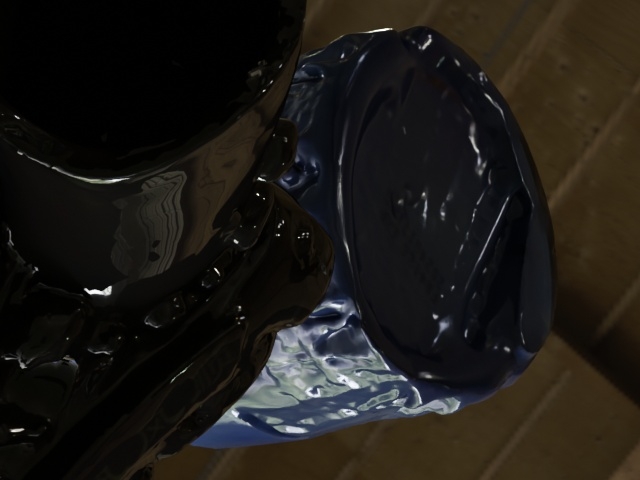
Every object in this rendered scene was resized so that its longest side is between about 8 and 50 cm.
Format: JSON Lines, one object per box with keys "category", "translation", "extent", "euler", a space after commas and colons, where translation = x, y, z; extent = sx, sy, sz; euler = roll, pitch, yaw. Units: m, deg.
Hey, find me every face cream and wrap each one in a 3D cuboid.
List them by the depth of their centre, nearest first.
{"category": "face cream", "translation": [0.000, 0.000, 0.970], "extent": [0.225, 0.249, 0.249], "euler": [-16, -104, 38]}

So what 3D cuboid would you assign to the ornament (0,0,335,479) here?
{"category": "ornament", "translation": [-0.096, -0.006, 0.365], "extent": [0.106, 0.260, 0.251], "euler": [35, -109, 18]}
